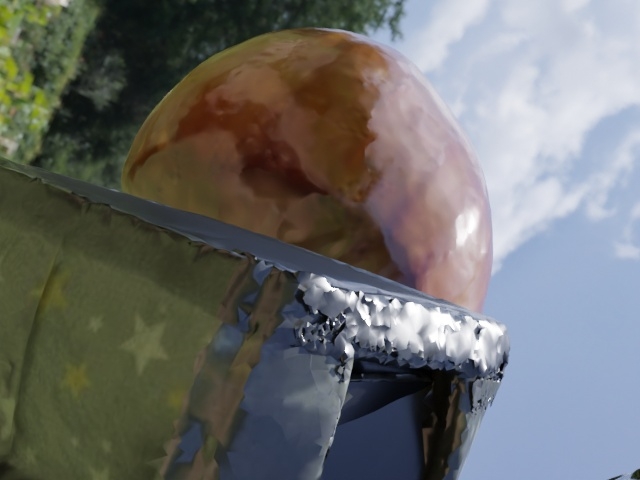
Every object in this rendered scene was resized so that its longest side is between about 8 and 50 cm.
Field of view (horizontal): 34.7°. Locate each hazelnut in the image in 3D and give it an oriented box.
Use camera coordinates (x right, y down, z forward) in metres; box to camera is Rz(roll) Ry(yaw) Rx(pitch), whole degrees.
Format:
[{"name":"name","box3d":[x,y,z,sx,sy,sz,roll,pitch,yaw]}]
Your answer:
[{"name":"hazelnut","box3d":[0.000,0.000,0.886,0.372,0.315,0.372,-44,144,-45]}]

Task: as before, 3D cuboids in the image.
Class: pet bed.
[{"name":"pet bed","box3d":[-0.058,0.072,0.411,0.211,0.183,0.159,20,-88,38]}]

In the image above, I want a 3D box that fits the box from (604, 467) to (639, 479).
[{"name":"box","box3d":[0.568,0.343,1.493,0.359,0.350,0.091,89,-19,-71]}]
